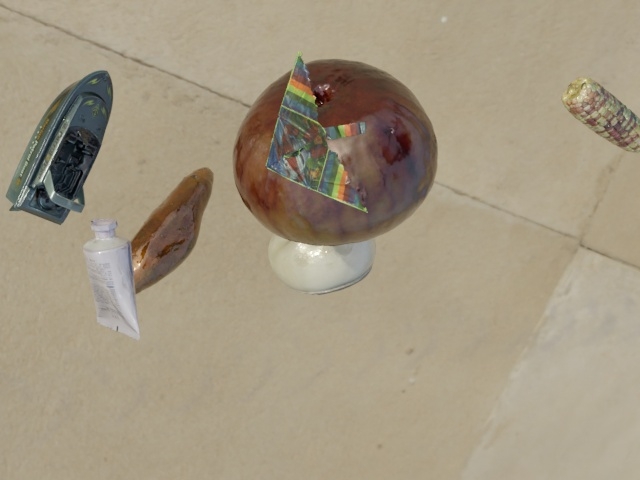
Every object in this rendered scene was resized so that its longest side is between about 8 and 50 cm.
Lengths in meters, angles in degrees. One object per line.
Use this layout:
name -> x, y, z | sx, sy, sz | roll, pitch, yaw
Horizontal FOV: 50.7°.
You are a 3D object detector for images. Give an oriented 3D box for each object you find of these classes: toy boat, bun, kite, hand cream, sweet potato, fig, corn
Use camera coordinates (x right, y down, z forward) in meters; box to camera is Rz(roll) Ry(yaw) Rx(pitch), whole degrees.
toy boat -> -0.365, -0.138, 0.987 | 0.246, 0.103, 0.093 | -66, 152, -6
bun -> 0.000, 0.000, 1.064 | 0.172, 0.173, 0.120 | -21, 119, -20
kite -> -0.007, -0.071, 0.481 | 0.004, 0.090, 0.122 | -22, 95, -58
hand cream -> -0.247, 0.043, 0.800 | 0.053, 0.084, 0.142 | -27, 122, -46
sweet potato -> -0.285, -0.002, 1.251 | 0.112, 0.112, 0.359 | 51, 62, -32
fig -> 0.018, -0.098, 0.791 | 0.235, 0.235, 0.214 | -52, 130, -2
corn -> 0.639, -0.270, 1.494 | 0.253, 0.086, 0.086 | 28, 94, -23
